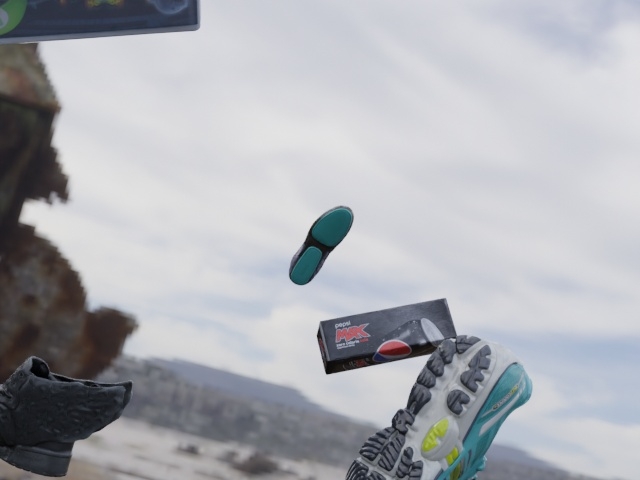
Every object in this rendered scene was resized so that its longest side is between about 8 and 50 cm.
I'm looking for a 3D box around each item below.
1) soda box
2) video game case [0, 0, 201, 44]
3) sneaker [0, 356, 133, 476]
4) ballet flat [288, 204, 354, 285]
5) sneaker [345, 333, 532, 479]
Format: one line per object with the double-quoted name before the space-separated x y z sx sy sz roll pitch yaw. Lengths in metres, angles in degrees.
"soda box" 0.083 0.121 1.826 0.168 0.060 0.053 -11 -23 -10
"video game case" -0.168 -0.195 0.870 0.190 0.022 0.173 -6 -46 -9
"sneaker" -0.240 0.129 1.139 0.170 0.089 0.051 18 3 8
"ballet flat" 0.000 0.000 1.672 0.041 0.114 0.041 31 20 -13
"sneaker" 0.119 0.228 1.471 0.110 0.275 0.107 33 7 -36
